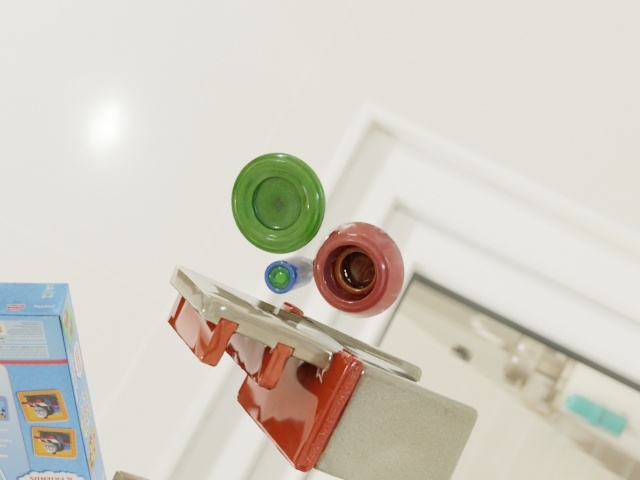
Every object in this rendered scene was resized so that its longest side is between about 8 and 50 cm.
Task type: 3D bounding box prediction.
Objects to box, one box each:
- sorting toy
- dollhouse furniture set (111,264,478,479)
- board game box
[{"bbox_3d":[0.000,0.000,0.751,0.061,0.102,0.042,-50,-12,20],"label":"sorting toy"},{"bbox_3d":[-0.050,0.157,0.663,0.259,0.135,0.262,-66,21,3],"label":"dollhouse furniture set"},{"bbox_3d":[-0.253,0.120,1.098,0.039,0.160,0.211,-85,-6,-51],"label":"board game box"}]
